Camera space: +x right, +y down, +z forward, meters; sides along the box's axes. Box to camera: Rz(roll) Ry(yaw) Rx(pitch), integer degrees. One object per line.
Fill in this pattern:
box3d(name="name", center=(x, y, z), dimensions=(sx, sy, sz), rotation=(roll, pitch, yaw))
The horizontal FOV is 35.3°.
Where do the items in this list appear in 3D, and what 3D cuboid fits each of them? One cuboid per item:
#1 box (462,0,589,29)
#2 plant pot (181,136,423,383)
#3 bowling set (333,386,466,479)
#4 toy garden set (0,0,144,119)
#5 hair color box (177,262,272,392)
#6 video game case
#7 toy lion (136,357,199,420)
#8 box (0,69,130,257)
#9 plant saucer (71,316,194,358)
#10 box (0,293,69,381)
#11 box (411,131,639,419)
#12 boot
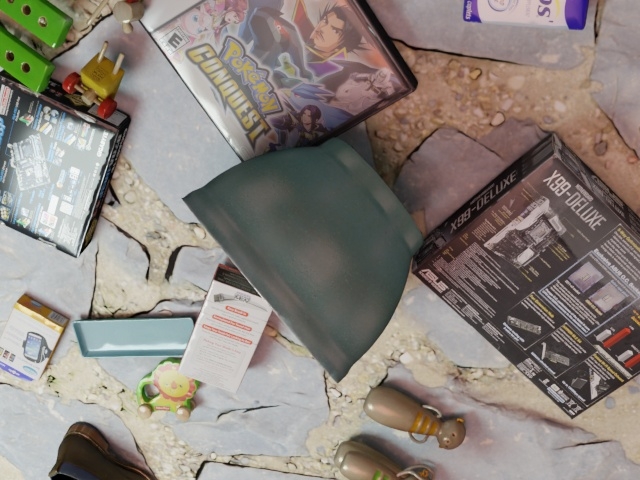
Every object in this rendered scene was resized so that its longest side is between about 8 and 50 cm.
box3d(name="box", center=(0.231, -0.307, 1.108), dimensions=(0.137, 0.072, 0.126), rotation=(6, 119, 9))
box3d(name="plant pot", center=(0.000, 0.000, 1.223), dimensions=(0.196, 0.293, 0.293), rotation=(-40, 105, -3))
box3d(name="bowling set", center=(0.083, 0.375, 1.435), dimensions=(0.154, 0.200, 0.287), rotation=(24, 124, -2))
box3d(name="toy garden set", center=(-0.300, -0.290, 1.239), dimensions=(0.203, 0.049, 0.244), rotation=(36, 118, 7))
box3d(name="hair color box", center=(-0.131, 0.125, 1.418), dimensions=(0.093, 0.053, 0.167), rotation=(21, 118, -7))
box3d(name="video game case", center=(-0.058, -0.239, 1.229), dimensions=(0.248, 0.035, 0.275), rotation=(-28, 108, 24))
box3d(name="toy lion", center=(-0.231, 0.222, 1.516), dimensions=(0.100, 0.034, 0.096), rotation=(0, 110, 13))
box3d(name="box", center=(-0.372, -0.104, 1.362), dimensions=(0.175, 0.051, 0.220), rotation=(24, 120, -1))
box3d(name="plant saucer", center=(-0.271, 0.142, 1.488), dimensions=(0.192, 0.018, 0.067), rotation=(-2, 117, 14))
box3d(name="box", center=(-0.443, 0.154, 1.528), dimensions=(0.081, 0.028, 0.136), rotation=(30, 122, -4))
box3d(name="box", center=(0.307, 0.052, 1.277), dimensions=(0.307, 0.076, 0.242), rotation=(42, 118, -10))
box3d(name="boot", center=(-0.337, 0.397, 1.585), dimensions=(0.219, 0.106, 0.082), rotation=(45, 118, -12))
